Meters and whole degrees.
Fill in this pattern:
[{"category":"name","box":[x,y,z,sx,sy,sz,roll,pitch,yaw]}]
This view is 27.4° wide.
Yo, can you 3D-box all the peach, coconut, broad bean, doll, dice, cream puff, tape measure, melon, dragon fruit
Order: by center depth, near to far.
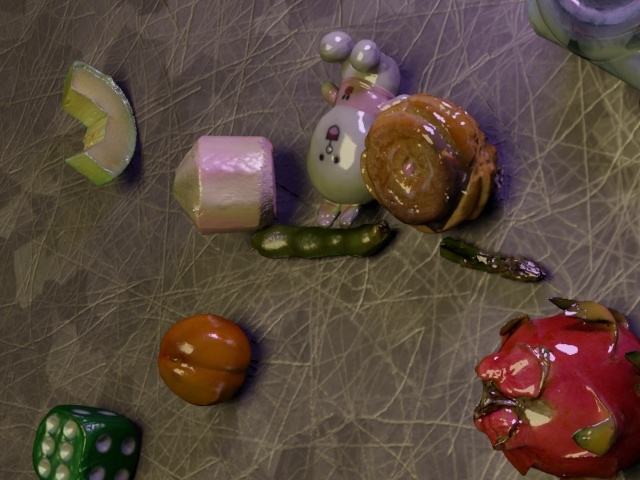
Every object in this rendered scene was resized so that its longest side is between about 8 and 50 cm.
[{"category":"dragon fruit","box":[0.284,0.174,1.508,0.224,0.227,0.224,-15,65,35]},{"category":"tape measure","box":[0.379,-0.318,1.556,0.256,0.147,0.275,40,112,39]},{"category":"cream puff","box":[0.151,-0.103,1.717,0.189,0.129,0.189,19,122,34]},{"category":"doll","box":[0.054,-0.151,1.831,0.155,0.113,0.275,8,95,38]},{"category":"broad bean","box":[0.000,0.001,1.883,0.256,0.052,0.052,-3,43,39]},{"category":"coconut","box":[-0.142,-0.084,1.932,0.153,0.147,0.147,-4,77,-2]},{"category":"peach","box":[-0.176,0.177,1.951,0.138,0.138,0.138,-8,78,39]},{"category":"dice","box":[-0.375,0.336,2.097,0.131,0.120,0.128,14,91,39]},{"category":"melon","box":[-0.372,-0.188,2.188,0.064,0.118,0.209,-37,48,45]}]

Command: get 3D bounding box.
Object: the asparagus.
[{"category":"asparagus","box":[0.224,0.027,1.702,0.165,0.030,0.036,15,82,41]}]
